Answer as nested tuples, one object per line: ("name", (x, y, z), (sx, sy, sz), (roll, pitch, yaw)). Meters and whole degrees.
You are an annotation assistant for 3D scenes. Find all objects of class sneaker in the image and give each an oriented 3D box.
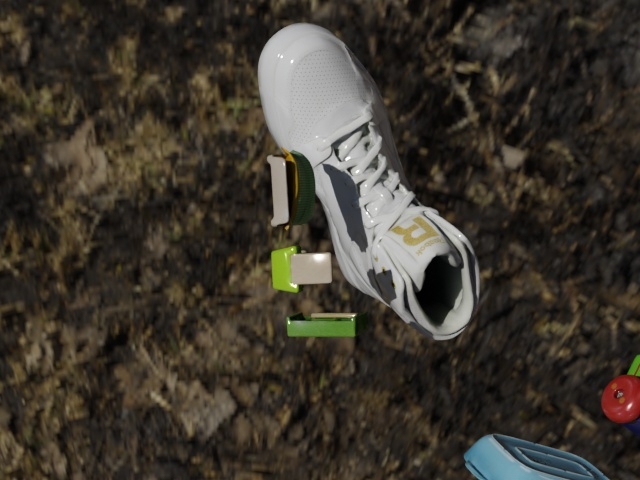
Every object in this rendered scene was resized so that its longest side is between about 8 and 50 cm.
("sneaker", (0.056, -0.045, 1.231), (0.108, 0.292, 0.169), (-35, 35, -12))

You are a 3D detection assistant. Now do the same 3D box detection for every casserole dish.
("casserole dish", (0.235, 0.244, 1.484), (0.188, 0.114, 0.037), (17, 102, -29))

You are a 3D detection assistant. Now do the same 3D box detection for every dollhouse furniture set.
("dollhouse furniture set", (0.000, 0.000, 1.133), (0.059, 0.076, 0.151), (-3, 92, 18))

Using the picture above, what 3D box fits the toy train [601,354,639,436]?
("toy train", (0.352, 0.117, 1.137), (0.105, 0.248, 0.143), (35, 77, -32))
